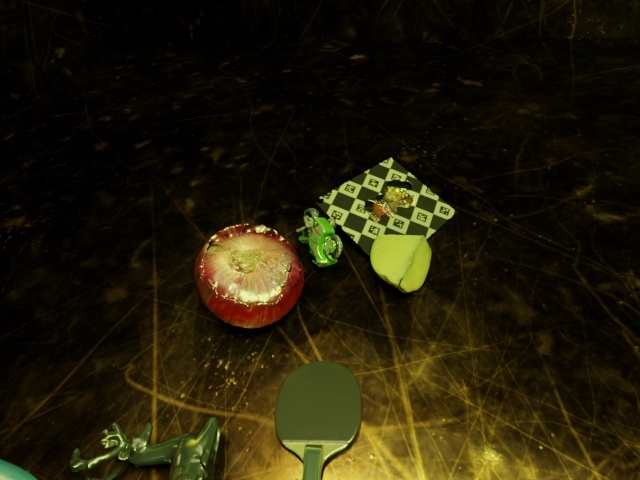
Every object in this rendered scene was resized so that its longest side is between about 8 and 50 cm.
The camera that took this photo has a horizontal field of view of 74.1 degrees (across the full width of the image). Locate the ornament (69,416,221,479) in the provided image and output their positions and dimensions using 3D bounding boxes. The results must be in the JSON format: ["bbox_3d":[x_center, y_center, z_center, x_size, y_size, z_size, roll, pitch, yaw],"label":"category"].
[{"bbox_3d":[-0.286,0.379,0.657,0.236,0.080,0.202,-3,38,4],"label":"ornament"}]

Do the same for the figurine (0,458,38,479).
[{"bbox_3d":[-0.634,0.396,0.619,0.416,0.243,0.298,-18,-2,-14],"label":"figurine"}]

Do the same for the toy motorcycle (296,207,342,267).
[{"bbox_3d":[0.000,0.000,1.019,0.074,0.106,0.190,-1,30,-28],"label":"toy motorcycle"}]

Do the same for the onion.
[{"bbox_3d":[-0.149,0.076,0.915,0.247,0.161,0.248,-4,52,5],"label":"onion"}]

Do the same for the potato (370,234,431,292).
[{"bbox_3d":[0.167,0.061,0.952,0.120,0.081,0.149,2,47,41],"label":"potato"}]

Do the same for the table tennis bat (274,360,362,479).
[{"bbox_3d":[-0.007,0.321,0.714,0.154,0.021,0.274,-2,39,9],"label":"table tennis bat"}]

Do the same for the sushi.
[{"bbox_3d":[0.168,-0.069,1.104,0.290,0.050,0.264,-34,67,-27],"label":"sushi"}]
